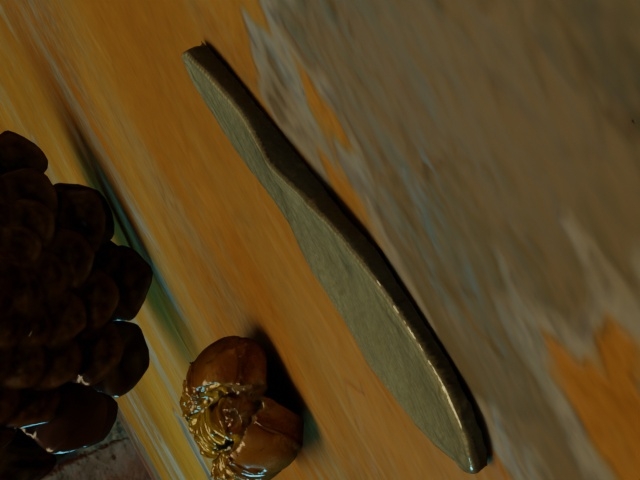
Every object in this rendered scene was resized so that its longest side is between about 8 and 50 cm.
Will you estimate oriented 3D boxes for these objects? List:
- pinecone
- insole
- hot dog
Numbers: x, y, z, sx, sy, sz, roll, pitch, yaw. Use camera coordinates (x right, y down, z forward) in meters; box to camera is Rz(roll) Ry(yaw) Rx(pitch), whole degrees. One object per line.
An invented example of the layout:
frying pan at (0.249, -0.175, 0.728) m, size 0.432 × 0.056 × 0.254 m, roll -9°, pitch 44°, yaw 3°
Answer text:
pinecone at (-0.245, 0.053, 1.203) m, size 0.264 × 0.264 × 0.264 m, roll 59°, pitch 169°, yaw 19°
insole at (0.000, 0.000, 0.556) m, size 0.192 × 0.010 × 0.063 m, roll 53°, pitch 166°, yaw 41°
hot dog at (-0.042, 0.088, 0.875) m, size 0.071 × 0.045 × 0.165 m, roll 59°, pitch 168°, yaw 6°
